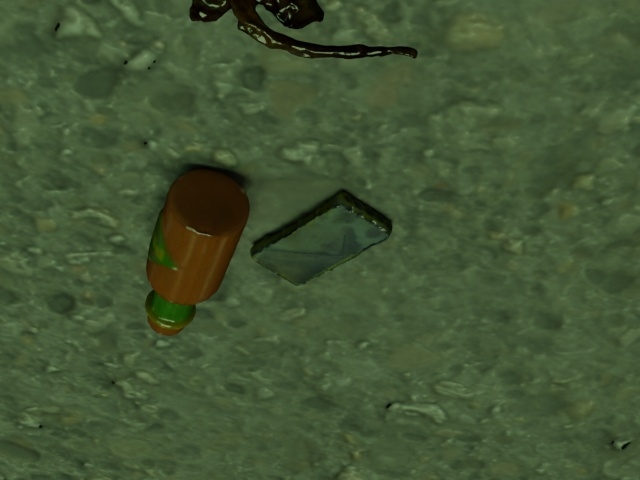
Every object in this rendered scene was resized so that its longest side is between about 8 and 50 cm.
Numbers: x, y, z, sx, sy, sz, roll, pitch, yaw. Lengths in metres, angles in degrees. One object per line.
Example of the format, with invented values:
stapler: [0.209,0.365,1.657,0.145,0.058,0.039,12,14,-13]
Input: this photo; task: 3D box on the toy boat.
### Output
toy boat: [0.000,0.000,1.202,0.063,0.016,0.115,32,136,-33]

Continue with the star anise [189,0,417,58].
star anise: [-0.025,-0.160,0.936,0.190,0.070,0.097,15,133,6]

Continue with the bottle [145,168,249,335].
bottle: [-0.111,0.020,1.197,0.069,0.069,0.187,12,142,-10]
